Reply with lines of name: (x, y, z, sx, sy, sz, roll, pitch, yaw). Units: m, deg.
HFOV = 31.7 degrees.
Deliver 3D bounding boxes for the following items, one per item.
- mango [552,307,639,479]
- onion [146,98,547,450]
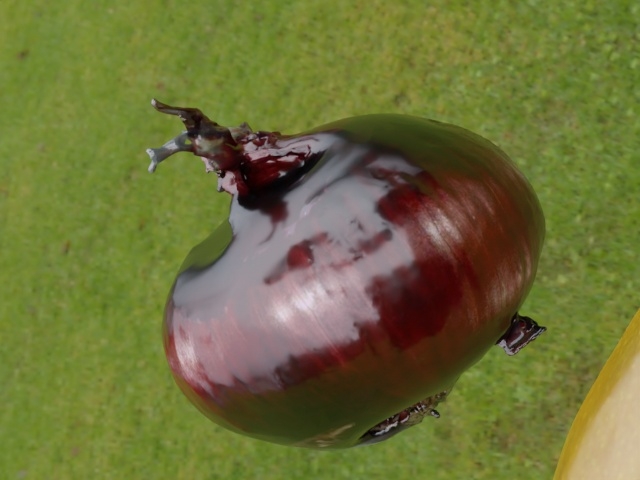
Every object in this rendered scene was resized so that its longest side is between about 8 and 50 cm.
mango: (0.205, 0.099, 0.524, 0.359, 0.187, 0.144, -60, 37, 6)
onion: (0.000, 0.000, 0.759, 0.273, 0.285, 0.273, -37, 11, 9)
